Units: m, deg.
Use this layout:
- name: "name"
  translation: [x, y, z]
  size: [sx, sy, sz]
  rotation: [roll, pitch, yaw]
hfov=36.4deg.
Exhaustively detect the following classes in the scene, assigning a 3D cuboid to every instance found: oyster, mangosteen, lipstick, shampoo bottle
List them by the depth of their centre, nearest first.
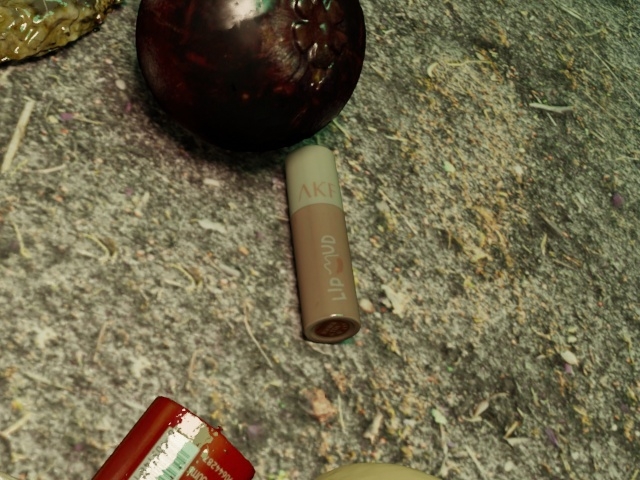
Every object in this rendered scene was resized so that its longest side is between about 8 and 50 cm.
- name: "shampoo bottle"
  translation: [-0.186, 0.286, 0.824]
  size: [0.118, 0.076, 0.314]
  rotation: [44, 64, -16]
- name: "oyster"
  translation: [-0.367, -0.287, 1.203]
  size: [0.128, 0.079, 0.345]
  rotation: [44, 48, 15]
- name: "mangosteen"
  translation: [-0.097, -0.248, 1.218]
  size: [0.297, 0.293, 0.297]
  rotation: [27, 55, -49]
- name: "lipstick"
  translation: [0.000, 0.000, 1.219]
  size: [0.070, 0.070, 0.255]
  rotation: [10, 53, -26]

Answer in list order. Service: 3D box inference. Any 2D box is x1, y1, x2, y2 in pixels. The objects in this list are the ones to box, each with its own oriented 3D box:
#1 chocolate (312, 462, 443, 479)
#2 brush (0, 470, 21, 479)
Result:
- name: "chocolate"
  translation: [0.061, 0.360, 0.834]
  size: [0.297, 0.314, 0.326]
  rotation: [-23, 71, -45]
- name: "brush"
  translation: [-0.306, 0.226, 0.869]
  size: [0.321, 0.060, 0.050]
  rotation: [31, 57, -10]
